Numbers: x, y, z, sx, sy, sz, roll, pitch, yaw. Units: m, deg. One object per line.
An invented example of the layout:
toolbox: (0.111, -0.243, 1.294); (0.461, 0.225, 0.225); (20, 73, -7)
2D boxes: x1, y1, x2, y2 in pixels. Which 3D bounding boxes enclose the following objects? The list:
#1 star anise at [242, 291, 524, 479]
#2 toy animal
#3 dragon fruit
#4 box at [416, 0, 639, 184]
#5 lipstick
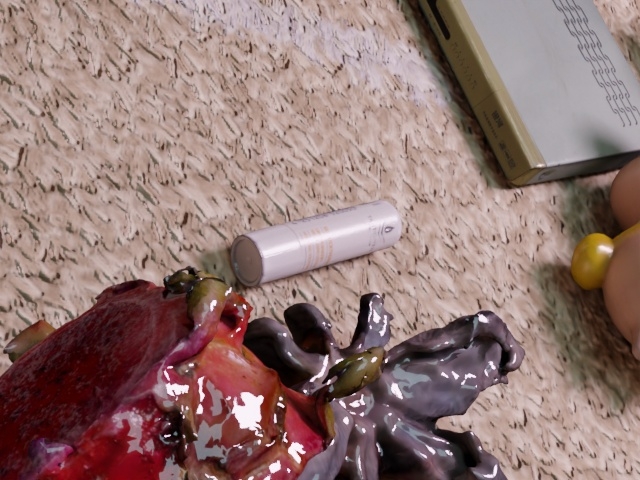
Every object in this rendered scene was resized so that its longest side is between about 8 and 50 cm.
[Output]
star anise: (0.038, 0.119, 0.881); (0.258, 0.110, 0.198); (3, 61, -25)
toy animal: (0.309, 0.009, 1.107); (0.165, 0.149, 0.248); (40, 58, -26)
dragon fruit: (-0.109, 0.108, 0.711); (0.282, 0.211, 0.147); (-41, 100, 2)
box: (0.194, -0.181, 1.209); (0.211, 0.045, 0.270); (-13, 69, -38)
lipstick: (0.000, 0.000, 0.974); (0.141, 0.040, 0.040); (-16, 72, -39)
